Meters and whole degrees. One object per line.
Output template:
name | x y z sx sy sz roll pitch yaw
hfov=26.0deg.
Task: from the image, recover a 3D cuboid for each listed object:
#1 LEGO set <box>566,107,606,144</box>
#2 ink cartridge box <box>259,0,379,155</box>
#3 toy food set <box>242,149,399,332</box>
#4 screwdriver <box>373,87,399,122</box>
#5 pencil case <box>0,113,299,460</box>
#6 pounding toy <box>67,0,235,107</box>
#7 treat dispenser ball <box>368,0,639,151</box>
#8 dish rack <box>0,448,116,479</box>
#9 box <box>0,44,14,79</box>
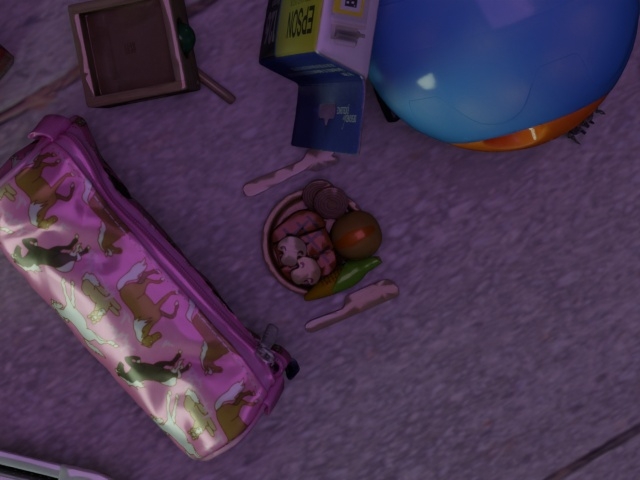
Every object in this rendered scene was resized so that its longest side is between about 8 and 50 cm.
LEGO set | 0.276 -0.136 1.554 0.083 0.023 0.054 9 91 9
ink cartridge box | -0.001 -0.246 1.384 0.072 0.303 0.307 10 93 -14
toy food set | 0.000 0.000 1.536 0.132 0.038 0.192 -26 95 -1
screwdriver | 0.053 -0.211 1.537 0.025 0.024 0.170 -24 89 27
pencil case | -0.197 0.050 1.469 0.167 0.160 0.386 -42 94 1
pounding toy | -0.179 -0.199 1.493 0.141 0.100 0.130 -10 94 8
treat dispenser ball | 0.176 -0.233 1.404 0.288 0.288 0.288 0 94 -3
dish rack | -0.387 0.356 1.523 0.333 0.072 0.285 14 94 -4
box | -0.420 -0.185 1.367 0.154 0.300 0.142 39 89 -6
